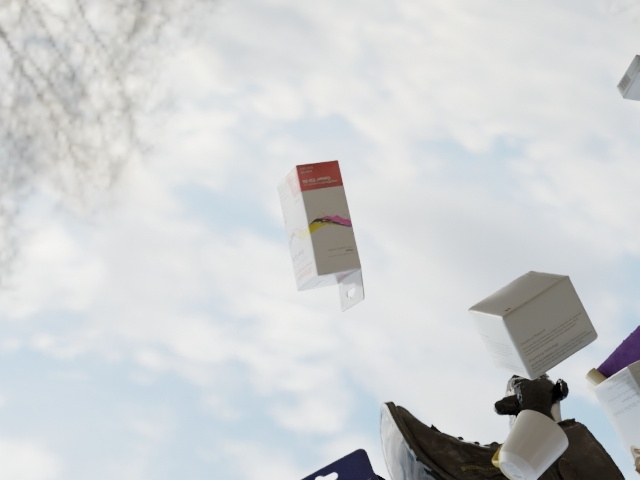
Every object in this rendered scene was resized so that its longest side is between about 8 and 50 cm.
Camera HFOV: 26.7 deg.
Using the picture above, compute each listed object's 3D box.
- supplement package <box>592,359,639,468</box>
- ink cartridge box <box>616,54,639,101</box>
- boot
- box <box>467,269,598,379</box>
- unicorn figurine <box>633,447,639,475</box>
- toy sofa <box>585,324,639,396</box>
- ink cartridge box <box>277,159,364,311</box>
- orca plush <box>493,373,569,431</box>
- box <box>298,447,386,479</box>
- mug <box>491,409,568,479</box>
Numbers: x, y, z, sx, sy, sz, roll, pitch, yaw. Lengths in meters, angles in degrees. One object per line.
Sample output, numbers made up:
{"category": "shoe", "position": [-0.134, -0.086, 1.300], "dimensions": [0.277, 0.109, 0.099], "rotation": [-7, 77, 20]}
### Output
{"category": "supplement package", "position": [0.548, 0.291, 2.047], "dimensions": [0.133, 0.139, 0.244], "rotation": [-22, -105, -20]}
{"category": "ink cartridge box", "position": [0.500, -0.233, 1.987], "dimensions": [0.115, 0.063, 0.029], "rotation": [6, -139, -26]}
{"category": "boot", "position": [0.215, 0.259, 1.602], "dimensions": [0.229, 0.091, 0.263], "rotation": [-17, -138, -25]}
{"category": "box", "position": [0.248, 0.097, 1.589], "dimensions": [0.102, 0.087, 0.101], "rotation": [-31, -169, -14]}
{"category": "unicorn figurine", "position": [0.395, 0.230, 1.379], "dimensions": [0.162, 0.111, 0.060], "rotation": [45, 179, 43]}
{"category": "toy sofa", "position": [0.668, 0.181, 2.513], "dimensions": [0.362, 0.177, 0.150], "rotation": [-44, -111, -8]}
{"category": "ink cartridge box", "position": [0.000, 0.000, 1.881], "dimensions": [0.067, 0.198, 0.115], "rotation": [-9, 169, -17]}
{"category": "orca plush", "position": [0.298, 0.288, 2.045], "dimensions": [0.102, 0.151, 0.287], "rotation": [21, -134, -10]}
{"category": "box", "position": [0.037, 0.359, 1.509], "dimensions": [0.036, 0.136, 0.225], "rotation": [40, -157, -55]}
{"category": "mug", "position": [0.221, 0.229, 1.448], "dimensions": [0.062, 0.078, 0.064], "rotation": [33, -121, 16]}
